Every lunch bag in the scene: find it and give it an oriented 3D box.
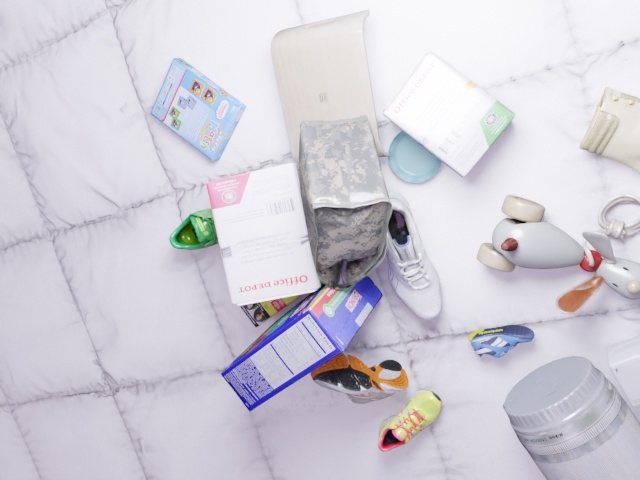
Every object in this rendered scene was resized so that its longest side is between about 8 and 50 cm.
[{"bbox_3d":[0.044,-0.067,1.181,0.168,0.235,0.287,-5,143,-4],"label":"lunch bag"}]

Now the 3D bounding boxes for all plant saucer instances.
[{"bbox_3d":[0.207,-0.186,1.244,0.119,0.021,0.119,7,108,22],"label":"plant saucer"}]

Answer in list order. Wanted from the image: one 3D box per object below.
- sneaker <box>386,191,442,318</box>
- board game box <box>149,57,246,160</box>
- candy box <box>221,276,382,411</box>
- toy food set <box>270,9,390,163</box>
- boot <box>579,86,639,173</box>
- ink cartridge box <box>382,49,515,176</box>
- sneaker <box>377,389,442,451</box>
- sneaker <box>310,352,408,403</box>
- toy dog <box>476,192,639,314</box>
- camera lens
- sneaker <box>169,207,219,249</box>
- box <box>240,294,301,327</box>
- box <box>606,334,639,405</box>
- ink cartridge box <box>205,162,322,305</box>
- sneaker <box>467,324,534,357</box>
[{"bbox_3d":[0.186,0.043,1.250,0.111,0.129,0.297,-24,97,7],"label":"sneaker"},{"bbox_3d":[-0.303,-0.321,1.410,0.211,0.039,0.160,38,116,10],"label":"board game box"},{"bbox_3d":[-0.038,0.215,1.315,0.317,0.268,0.122,-39,91,31],"label":"candy box"},{"bbox_3d":[0.028,-0.318,1.248,0.219,0.092,0.306,0,112,29],"label":"toy food set"},{"bbox_3d":[0.612,-0.242,1.020,0.203,0.095,0.262,29,118,14],"label":"boot"},{"bbox_3d":[0.254,-0.251,1.153,0.212,0.093,0.154,39,103,6],"label":"ink cartridge box"},{"bbox_3d":[0.213,0.445,1.383,0.081,0.094,0.208,43,115,8],"label":"sneaker"},{"bbox_3d":[0.079,0.341,1.344,0.121,0.262,0.099,-51,38,34],"label":"sneaker"},{"bbox_3d":[0.470,0.028,1.117,0.333,0.161,0.220,2,106,22],"label":"toy dog"},{"bbox_3d":[0.536,0.405,1.165,0.219,0.219,0.274,-35,90,27],"label":"camera lens"},{"bbox_3d":[-0.252,-0.039,1.422,0.295,0.123,0.109,-27,93,26],"label":"sneaker"},{"bbox_3d":[-0.101,0.125,1.435,0.232,0.058,0.087,-37,89,31],"label":"box"},{"bbox_3d":[0.647,0.255,1.149,0.101,0.087,0.102,-29,92,27],"label":"box"},{"bbox_3d":[-0.119,-0.015,1.296,0.207,0.117,0.283,-11,93,8],"label":"ink cartridge box"},{"bbox_3d":[0.402,0.224,1.265,0.144,0.053,0.059,-14,99,34],"label":"sneaker"}]
